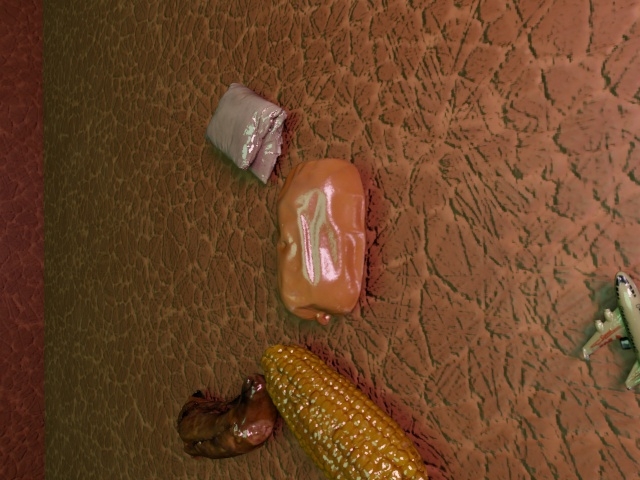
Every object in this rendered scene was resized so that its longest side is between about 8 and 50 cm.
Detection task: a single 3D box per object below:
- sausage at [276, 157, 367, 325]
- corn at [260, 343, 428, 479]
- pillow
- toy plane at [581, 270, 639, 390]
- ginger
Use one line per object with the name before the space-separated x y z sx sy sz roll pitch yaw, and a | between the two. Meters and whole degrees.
sausage | -0.001 0.000 0.595 0.136 0.120 0.241 4 93 53
corn | 0.026 0.258 0.572 0.322 0.119 0.119 38 114 36
pillow | -0.139 -0.205 0.752 0.181 0.077 0.134 40 112 38
toy plane | 0.297 0.083 0.381 0.102 0.040 0.111 -19 76 38
ginger | -0.176 0.336 0.762 0.309 0.107 0.133 -25 50 40
